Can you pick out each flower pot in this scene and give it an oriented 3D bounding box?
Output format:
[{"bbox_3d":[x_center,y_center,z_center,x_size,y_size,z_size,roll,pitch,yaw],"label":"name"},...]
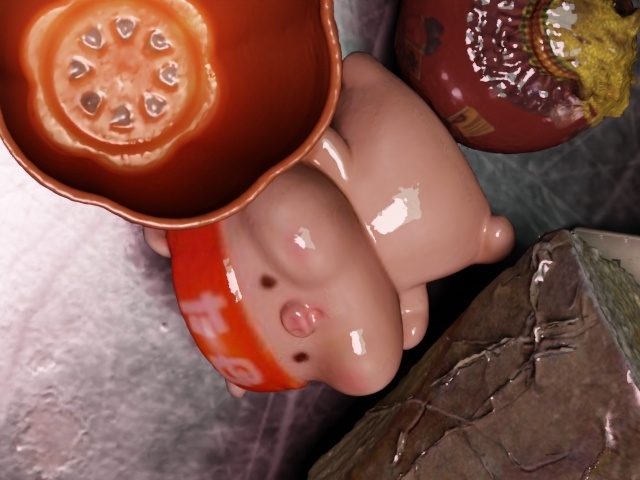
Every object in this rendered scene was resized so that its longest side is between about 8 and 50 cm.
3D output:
[{"bbox_3d":[-0.101,-0.101,0.801,0.191,0.173,0.190,-1,92,-17],"label":"flower pot"}]

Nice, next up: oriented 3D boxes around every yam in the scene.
[{"bbox_3d":[0.112,0.156,0.887,0.271,0.201,0.202,-35,152,22],"label":"yam"}]

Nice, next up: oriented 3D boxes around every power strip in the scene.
[{"bbox_3d":[0.209,0.015,0.995,0.016,0.090,0.040,-5,103,-58],"label":"power strip"}]

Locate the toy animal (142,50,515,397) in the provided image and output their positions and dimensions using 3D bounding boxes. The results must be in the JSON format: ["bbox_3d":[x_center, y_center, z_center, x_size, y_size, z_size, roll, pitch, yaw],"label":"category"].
[{"bbox_3d":[0.000,0.000,0.876,0.198,0.171,0.171,-38,111,-13],"label":"toy animal"}]

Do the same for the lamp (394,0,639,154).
[{"bbox_3d":[0.127,-0.129,0.901,0.157,0.135,0.156,-23,108,-11],"label":"lamp"}]
